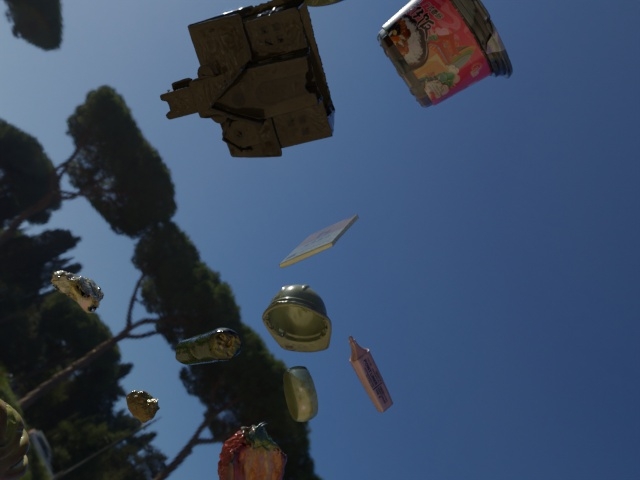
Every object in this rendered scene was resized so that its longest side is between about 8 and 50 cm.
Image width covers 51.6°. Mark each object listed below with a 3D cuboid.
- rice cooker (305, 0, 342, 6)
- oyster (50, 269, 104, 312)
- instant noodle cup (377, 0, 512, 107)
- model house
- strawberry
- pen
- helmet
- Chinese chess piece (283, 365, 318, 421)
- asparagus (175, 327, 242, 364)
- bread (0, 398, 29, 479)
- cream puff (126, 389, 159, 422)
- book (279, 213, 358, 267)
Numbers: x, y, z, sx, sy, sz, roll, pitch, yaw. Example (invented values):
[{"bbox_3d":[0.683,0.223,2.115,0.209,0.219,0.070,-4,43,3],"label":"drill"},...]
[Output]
[{"bbox_3d":[0.006,-0.578,1.180,0.316,0.317,0.264,102,-27,-44],"label":"rice cooker"},{"bbox_3d":[-0.581,0.116,1.618,0.133,0.072,0.209,19,-28,17],"label":"oyster"},{"bbox_3d":[0.228,-0.377,1.292,0.182,0.302,0.258,-34,-97,13],"label":"instant noodle cup"},{"bbox_3d":[-0.120,-0.223,0.975,0.204,0.244,0.211,-81,156,-66],"label":"model house"},{"bbox_3d":[-0.138,0.434,1.261,0.085,0.140,0.192,15,-48,49],"label":"strawberry"},{"bbox_3d":[0.109,0.301,1.514,0.032,0.053,0.197,-4,-64,62],"label":"pen"},{"bbox_3d":[-0.061,0.211,1.984,0.204,0.137,0.257,-1,-41,12],"label":"helmet"},{"bbox_3d":[-0.052,0.400,1.730,0.144,0.059,0.144,170,-90,-72],"label":"Chinese chess piece"},{"bbox_3d":[-0.216,0.204,1.247,0.060,0.067,0.278,62,-26,-1],"label":"asparagus"},{"bbox_3d":[-0.525,0.328,0.961,0.105,0.213,0.213,-5,-71,45],"label":"bread"},{"bbox_3d":[-0.446,0.411,1.661,0.083,0.058,0.083,1,-67,21],"label":"cream puff"},{"bbox_3d":[0.000,0.000,1.265,0.118,0.172,0.012,-24,-80,25],"label":"book"}]
